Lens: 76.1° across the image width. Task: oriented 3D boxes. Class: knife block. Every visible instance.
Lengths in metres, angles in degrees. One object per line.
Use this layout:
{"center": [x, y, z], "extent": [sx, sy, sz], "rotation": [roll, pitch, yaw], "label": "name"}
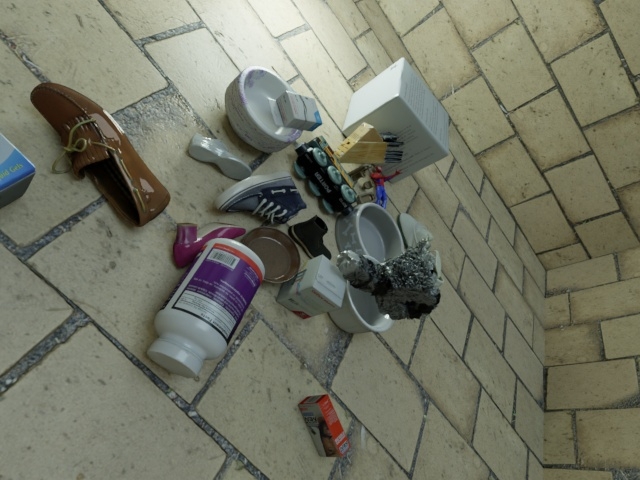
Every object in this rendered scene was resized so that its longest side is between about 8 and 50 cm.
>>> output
{"center": [0.222, -0.375, 1.781], "extent": [0.242, 0.276, 0.088], "rotation": [46, 3, -34], "label": "knife block"}

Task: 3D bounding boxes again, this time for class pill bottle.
{"center": [-0.278, 0.161, 1.010], "extent": [0.181, 0.181, 0.323], "rotation": [43, 50, -23], "label": "pill bottle"}

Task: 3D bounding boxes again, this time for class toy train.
{"center": [0.030, -0.254, 1.598], "extent": [0.334, 0.142, 0.190], "rotation": [51, 33, -16], "label": "toy train"}

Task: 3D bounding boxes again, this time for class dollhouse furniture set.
{"center": [0.205, -0.242, 1.777], "extent": [0.144, 0.123, 0.151], "rotation": [-20, 86, -49], "label": "dollhouse furniture set"}

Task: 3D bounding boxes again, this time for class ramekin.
{"center": [0.142, 0.202, 1.479], "extent": [0.277, 0.135, 0.277], "rotation": [23, 56, -39], "label": "ramekin"}

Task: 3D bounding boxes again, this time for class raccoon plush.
{"center": [0.258, 0.062, 1.398], "extent": [0.446, 0.216, 0.299], "rotation": [44, 36, -34], "label": "raccoon plush"}

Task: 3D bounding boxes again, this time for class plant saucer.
{"center": [-0.158, 0.049, 1.286], "extent": [0.199, 0.036, 0.198], "rotation": [16, 54, -23], "label": "plant saucer"}

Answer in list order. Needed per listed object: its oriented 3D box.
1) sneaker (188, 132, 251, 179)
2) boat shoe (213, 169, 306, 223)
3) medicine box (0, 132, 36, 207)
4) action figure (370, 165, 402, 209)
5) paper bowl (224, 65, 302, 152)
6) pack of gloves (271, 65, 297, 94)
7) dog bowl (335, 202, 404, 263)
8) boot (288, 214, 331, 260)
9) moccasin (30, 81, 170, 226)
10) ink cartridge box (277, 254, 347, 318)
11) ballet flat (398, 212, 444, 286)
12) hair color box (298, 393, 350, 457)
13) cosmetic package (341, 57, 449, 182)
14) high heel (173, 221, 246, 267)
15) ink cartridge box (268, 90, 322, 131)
{"center": [-0.308, -0.273, 1.294], "extent": [0.212, 0.080, 0.094], "rotation": [27, 41, -34], "label": "sneaker"}
{"center": [-0.173, -0.118, 1.308], "extent": [0.340, 0.127, 0.158], "rotation": [-31, 86, -50], "label": "boat shoe"}
{"center": [-0.736, -0.144, 0.713], "extent": [0.289, 0.149, 0.263], "rotation": [50, 42, -17], "label": "medicine box"}
{"center": [0.306, -0.241, 1.881], "extent": [0.091, 0.139, 0.280], "rotation": [20, 55, -41], "label": "action figure"}
{"center": [-0.205, -0.440, 1.424], "extent": [0.284, 0.148, 0.284], "rotation": [23, 55, -37], "label": "paper bowl"}
{"center": [-0.103, -0.556, 1.622], "extent": [0.195, 0.046, 0.232], "rotation": [55, 13, 21], "label": "pack of gloves"}
{"center": [0.216, 0.002, 1.685], "extent": [0.349, 0.102, 0.348], "rotation": [23, 56, -39], "label": "dog bowl"}
{"center": [0.000, 0.000, 1.428], "extent": [0.198, 0.137, 0.077], "rotation": [38, 47, -29], "label": "boot"}
{"center": [-0.535, -0.196, 0.975], "extent": [0.380, 0.139, 0.147], "rotation": [59, 31, -21], "label": "moccasin"}
{"center": [-0.024, 0.150, 1.297], "extent": [0.128, 0.176, 0.127], "rotation": [40, 46, -27], "label": "ink cartridge box"}
{"center": [0.489, 0.040, 1.933], "extent": [0.139, 0.139, 0.400], "rotation": [-1, 71, -47], "label": "ballet flat"}
{"center": [0.010, 0.543, 1.201], "extent": [0.053, 0.093, 0.167], "rotation": [-23, 88, -49], "label": "hair color box"}
{"center": [0.370, -0.561, 1.957], "extent": [0.394, 0.327, 0.329], "rotation": [39, 46, -28], "label": "cosmetic package"}
{"center": [-0.308, 0.010, 1.164], "extent": [0.244, 0.082, 0.117], "rotation": [-5, 103, -61], "label": "high heel"}
{"center": [-0.083, -0.440, 1.396], "extent": [0.180, 0.060, 0.104], "rotation": [-8, 78, -49], "label": "ink cartridge box"}
